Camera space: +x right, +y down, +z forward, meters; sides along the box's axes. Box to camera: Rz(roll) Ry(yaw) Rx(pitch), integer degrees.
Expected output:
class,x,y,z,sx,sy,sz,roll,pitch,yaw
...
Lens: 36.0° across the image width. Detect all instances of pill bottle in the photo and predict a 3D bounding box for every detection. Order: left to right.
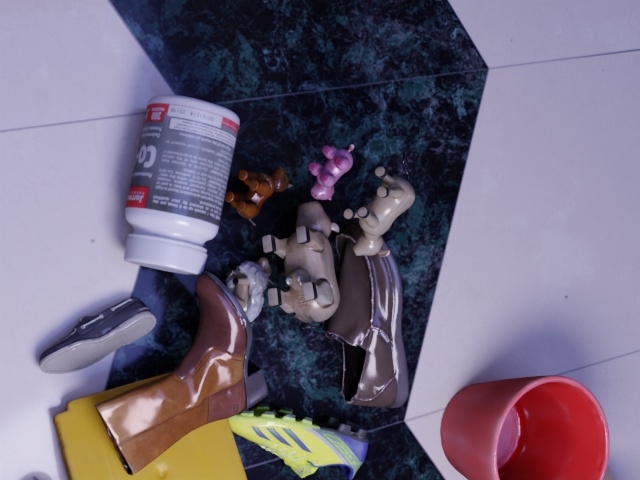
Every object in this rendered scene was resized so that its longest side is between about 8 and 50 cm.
class,x,y,z,sx,sy,sz,roll,pitch,yaw
pill bottle,-0.241,-0.091,1.675,0.161,0.161,0.283,14,83,-24

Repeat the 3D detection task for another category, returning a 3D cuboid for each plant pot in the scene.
class,x,y,z,sx,sy,sz,roll,pitch,yaw
plant pot,0.376,0.387,1.910,0.275,0.243,0.274,0,89,-26

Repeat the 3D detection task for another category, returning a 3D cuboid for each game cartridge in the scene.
class,x,y,z,sx,sy,sz,roll,pitch,yaw
game cartridge,-0.275,0.397,1.668,0.286,0.052,0.323,-13,75,-25

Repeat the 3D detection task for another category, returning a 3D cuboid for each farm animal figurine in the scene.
class,x,y,z,sx,sy,sz,roll,pitch,yaw
farm animal figurine,0.000,0.000,1.736,0.172,0.331,0.326,21,76,-61

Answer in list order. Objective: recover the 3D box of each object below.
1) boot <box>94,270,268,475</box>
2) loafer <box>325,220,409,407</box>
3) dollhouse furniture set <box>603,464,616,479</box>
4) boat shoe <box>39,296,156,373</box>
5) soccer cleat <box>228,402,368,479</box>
class,x,y,z,sx,sy,sz,roll,pitch,yaw
boot,-0.247,0.215,1.632,0.281,0.096,0.264,-25,119,-25
loafer,0.077,0.147,1.834,0.130,0.134,0.365,-12,94,-25
dollhouse furniture set,0.474,0.620,2.067,0.356,0.173,0.303,-22,114,5
boat shoe,-0.384,0.160,1.672,0.206,0.075,0.065,-25,57,-18
soccer cleat,-0.044,0.373,1.799,0.289,0.093,0.121,16,89,-23
